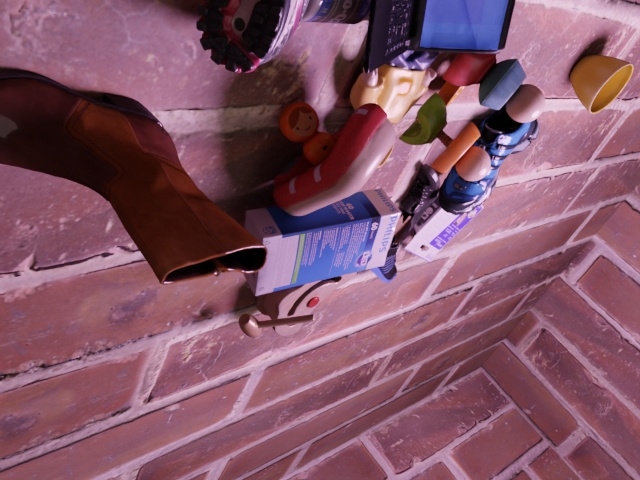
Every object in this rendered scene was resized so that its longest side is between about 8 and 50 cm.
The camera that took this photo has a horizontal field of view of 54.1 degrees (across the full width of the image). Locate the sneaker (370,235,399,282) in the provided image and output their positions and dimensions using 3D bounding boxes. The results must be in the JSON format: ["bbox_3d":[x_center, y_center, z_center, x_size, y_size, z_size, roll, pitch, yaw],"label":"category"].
[{"bbox_3d":[0.147,0.030,1.449,0.090,0.081,0.232,-37,152,9],"label":"sneaker"}]

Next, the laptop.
[{"bbox_3d":[0.171,-0.342,0.796,0.264,0.136,0.234,-46,147,-55],"label":"laptop"}]

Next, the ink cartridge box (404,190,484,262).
[{"bbox_3d":[0.302,-0.046,1.574,0.208,0.045,0.206,-48,152,10],"label":"ink cartridge box"}]

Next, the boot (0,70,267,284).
[{"bbox_3d":[-0.224,-0.047,0.640,0.264,0.280,0.096,2,130,-53],"label":"boot"}]

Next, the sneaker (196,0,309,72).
[{"bbox_3d":[-0.041,-0.330,0.670,0.299,0.120,0.112,-58,177,28],"label":"sneaker"}]

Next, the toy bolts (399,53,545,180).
[{"bbox_3d":[0.278,-0.230,1.061,0.218,0.158,0.228,-47,175,-31],"label":"toy bolts"}]

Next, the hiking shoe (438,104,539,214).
[{"bbox_3d":[0.354,-0.195,1.370,0.304,0.113,0.132,-51,145,-8],"label":"hiking shoe"}]

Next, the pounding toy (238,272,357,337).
[{"bbox_3d":[-0.034,0.133,1.285,0.269,0.155,0.154,-34,147,-14],"label":"pounding toy"}]

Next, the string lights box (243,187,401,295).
[{"bbox_3d":[0.000,0.000,1.080,0.259,0.077,0.133,-11,136,-26],"label":"string lights box"}]

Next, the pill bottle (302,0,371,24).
[{"bbox_3d":[0.022,-0.313,0.789,0.137,0.078,0.078,-15,143,-41],"label":"pill bottle"}]

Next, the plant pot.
[{"bbox_3d":[0.645,-0.380,1.471,0.134,0.095,0.134,-31,151,-20],"label":"plant pot"}]

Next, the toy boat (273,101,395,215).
[{"bbox_3d":[-0.002,-0.144,0.950,0.231,0.151,0.151,-21,-153,48],"label":"toy boat"}]

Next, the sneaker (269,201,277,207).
[{"bbox_3d":[-0.036,-0.021,1.162,0.128,0.087,0.221,-30,140,-4],"label":"sneaker"}]

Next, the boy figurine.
[{"bbox_3d":[0.115,-0.244,1.001,0.177,0.092,0.285,-8,135,-51],"label":"boy figurine"}]

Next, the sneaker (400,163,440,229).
[{"bbox_3d":[0.216,-0.094,1.387,0.089,0.051,0.170,-41,157,-10],"label":"sneaker"}]
